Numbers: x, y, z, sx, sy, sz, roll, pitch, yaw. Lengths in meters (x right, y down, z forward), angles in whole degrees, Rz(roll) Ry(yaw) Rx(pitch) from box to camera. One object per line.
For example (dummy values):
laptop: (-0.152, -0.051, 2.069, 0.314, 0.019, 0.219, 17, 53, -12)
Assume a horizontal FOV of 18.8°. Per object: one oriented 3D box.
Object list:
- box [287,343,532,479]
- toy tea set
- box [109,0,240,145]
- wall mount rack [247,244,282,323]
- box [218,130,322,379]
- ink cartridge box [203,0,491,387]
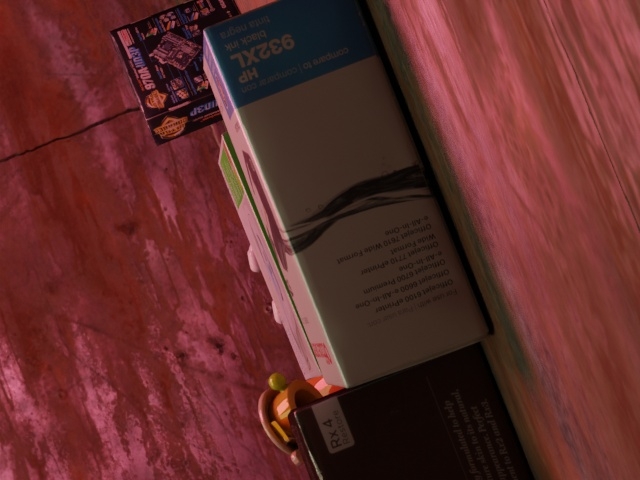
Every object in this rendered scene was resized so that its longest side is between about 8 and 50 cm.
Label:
box: (0.078, 0.197, 1.690, 0.203, 0.167, 0.168, 124, 125, -84)
toy tea set: (0.089, 0.245, 2.178, 0.336, 0.124, 0.200, 51, -149, -4)
box: (-0.172, -0.236, 2.585, 0.220, 0.175, 0.051, -117, 7, -47)
wall mount rack: (0.006, 0.151, 2.547, 0.350, 0.130, 0.304, -121, 11, -68)
box: (0.000, 0.000, 1.996, 0.231, 0.126, 0.262, 138, 110, -83)
ink cartridge box: (0.014, -0.040, 1.606, 0.223, 0.129, 0.307, 143, 105, -85)
